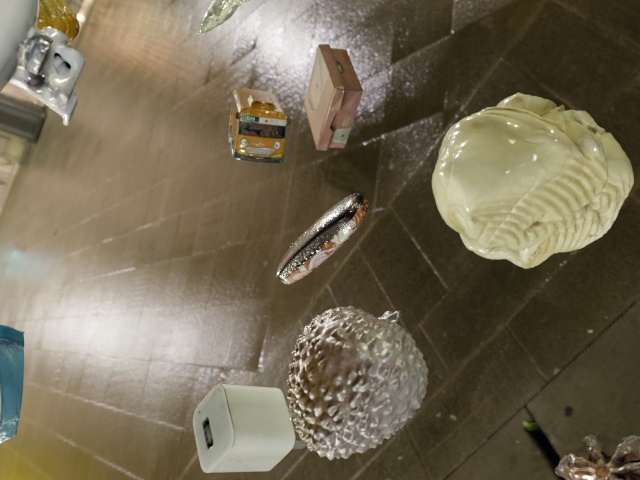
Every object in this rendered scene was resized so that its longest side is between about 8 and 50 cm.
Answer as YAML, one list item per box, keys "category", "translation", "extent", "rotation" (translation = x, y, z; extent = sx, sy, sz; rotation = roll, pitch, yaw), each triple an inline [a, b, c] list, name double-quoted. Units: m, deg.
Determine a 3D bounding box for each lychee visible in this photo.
- category: "lychee"
  translation: [0.089, 0.360, 1.553]
  extent: [0.432, 0.380, 0.380]
  rotation: [-53, 31, -15]

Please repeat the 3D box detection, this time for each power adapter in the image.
- category: "power adapter"
  translation: [-0.114, 0.351, 1.098]
  extent: [0.125, 0.205, 0.130]
  rotation: [-51, 42, 28]

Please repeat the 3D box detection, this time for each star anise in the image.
- category: "star anise"
  translation: [0.489, 0.383, 0.980]
  extent: [0.171, 0.063, 0.208]
  rotation: [-34, 11, 8]

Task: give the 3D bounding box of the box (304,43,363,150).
- category: "box"
  translation: [0.032, -0.396, 1.643]
  extent: [0.215, 0.086, 0.215]
  rotation: [108, 155, -46]

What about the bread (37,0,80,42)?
- category: "bread"
  translation: [-0.644, -0.469, 1.262]
  extent: [0.240, 0.240, 0.139]
  rotation: [14, 119, 56]

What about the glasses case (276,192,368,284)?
- category: "glasses case"
  translation: [0.000, 0.000, 1.199]
  extent: [0.266, 0.067, 0.103]
  rotation: [-41, 14, 38]

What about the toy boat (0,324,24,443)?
- category: "toy boat"
  translation: [-0.418, 0.176, 0.713]
  extent: [0.088, 0.102, 0.215]
  rotation: [58, 135, 37]

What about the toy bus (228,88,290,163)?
- category: "toy bus"
  translation: [-0.121, -0.222, 1.127]
  extent: [0.201, 0.098, 0.114]
  rotation: [-114, 30, -63]

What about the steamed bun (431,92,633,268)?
- category: "steamed bun"
  translation: [0.300, -0.102, 0.907]
  extent: [0.276, 0.289, 0.203]
  rotation: [86, 168, -49]

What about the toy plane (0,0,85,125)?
- category: "toy plane"
  translation: [-0.384, -0.200, 0.635]
  extent: [0.117, 0.244, 0.245]
  rotation: [-13, 64, 58]

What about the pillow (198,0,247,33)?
- category: "pillow"
  translation: [-0.126, -0.449, 1.026]
  extent: [0.229, 0.050, 0.148]
  rotation: [-12, 39, 49]
